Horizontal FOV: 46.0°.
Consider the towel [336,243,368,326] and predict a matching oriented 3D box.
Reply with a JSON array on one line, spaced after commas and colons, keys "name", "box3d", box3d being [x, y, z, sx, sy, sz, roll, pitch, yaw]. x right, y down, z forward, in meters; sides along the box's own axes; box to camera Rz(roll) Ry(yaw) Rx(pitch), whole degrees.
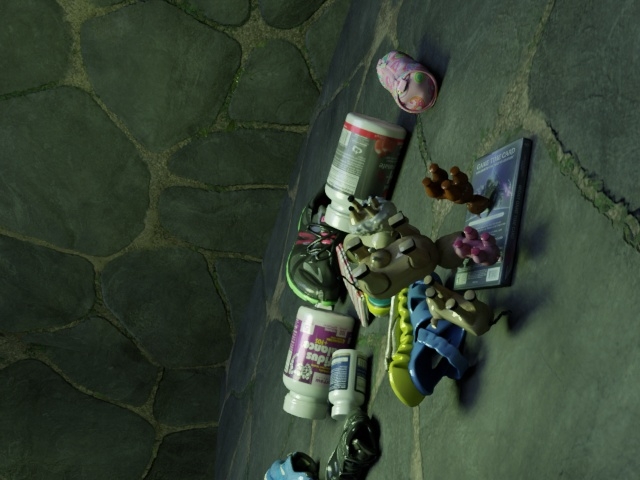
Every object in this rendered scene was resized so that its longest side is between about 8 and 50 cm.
[{"name": "towel", "box3d": [0.091, 0.121, 2.040, 0.144, 0.029, 0.197, 76, 173, -54]}]

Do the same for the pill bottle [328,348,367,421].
[{"name": "pill bottle", "box3d": [0.070, 0.374, 1.941, 0.094, 0.094, 0.169, 124, 156, -58]}]

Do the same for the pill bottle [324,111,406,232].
[{"name": "pill bottle", "box3d": [0.116, -0.187, 2.135, 0.176, 0.176, 0.318, -115, 40, -70]}]

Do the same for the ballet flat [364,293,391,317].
[{"name": "ballet flat", "box3d": [0.150, 0.150, 1.912, 0.231, 0.077, 0.077, -106, 11, -70]}]

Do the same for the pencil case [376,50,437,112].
[{"name": "pencil case", "box3d": [0.228, -0.432, 2.034, 0.284, 0.124, 0.124, -106, 32, -64]}]

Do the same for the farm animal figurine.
[{"name": "farm animal figurine", "box3d": [0.201, 0.042, 1.414, 0.327, 0.172, 0.330, -15, 53, 28]}]

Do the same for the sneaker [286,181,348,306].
[{"name": "sneaker", "box3d": [0.000, 0.000, 2.431, 0.202, 0.185, 0.483, 111, 164, -47]}]

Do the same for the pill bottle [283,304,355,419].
[{"name": "pill bottle", "box3d": [-0.012, 0.348, 2.155, 0.169, 0.169, 0.301, -172, 95, -77]}]

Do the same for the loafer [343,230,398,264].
[{"name": "loafer", "box3d": [0.124, 0.027, 2.049, 0.268, 0.102, 0.092, 137, 150, -67]}]

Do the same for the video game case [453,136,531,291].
[{"name": "video game case", "box3d": [0.324, -0.042, 1.435, 0.196, 0.026, 0.274, 156, 127, -74]}]

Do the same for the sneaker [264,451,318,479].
[{"name": "sneaker", "box3d": [-0.067, 0.692, 2.208, 0.147, 0.130, 0.330, -64, 14, -9]}]

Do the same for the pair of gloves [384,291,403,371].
[{"name": "pair of gloves", "box3d": [0.175, 0.187, 1.659, 0.240, 0.042, 0.204, 37, -120, -78]}]

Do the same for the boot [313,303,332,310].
[{"name": "boot", "box3d": [-0.010, 0.270, 2.484, 0.086, 0.069, 0.190, -93, 28, -72]}]

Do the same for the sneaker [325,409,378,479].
[{"name": "sneaker", "box3d": [0.072, 0.527, 1.790, 0.130, 0.087, 0.227, -163, 92, -84]}]

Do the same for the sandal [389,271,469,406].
[{"name": "sandal", "box3d": [0.226, 0.180, 1.480, 0.138, 0.126, 0.317, -23, 35, 27]}]
